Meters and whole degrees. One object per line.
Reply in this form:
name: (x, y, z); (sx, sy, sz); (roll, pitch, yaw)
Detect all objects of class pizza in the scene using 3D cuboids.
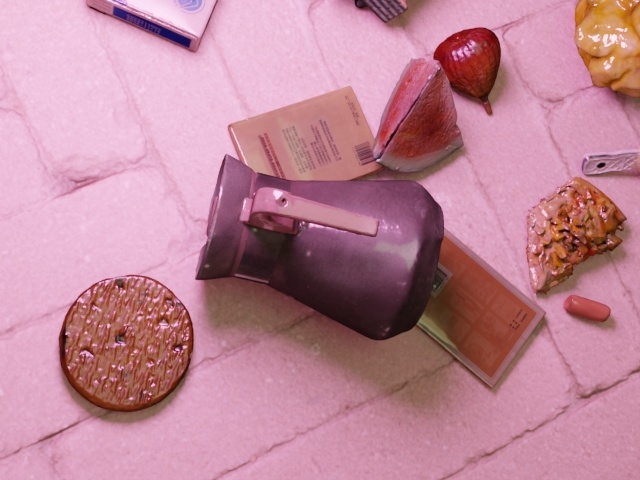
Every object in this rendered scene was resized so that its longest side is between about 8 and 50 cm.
pizza: (0.433, -0.017, 1.775); (0.226, 0.069, 0.147); (-32, 89, -19)

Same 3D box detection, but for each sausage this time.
sausage: (0.465, 0.118, 1.770); (0.083, 0.034, 0.034); (17, 74, -11)

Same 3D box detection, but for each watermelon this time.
watermelon: (0.143, -0.219, 1.700); (0.136, 0.202, 0.207); (26, 50, 33)

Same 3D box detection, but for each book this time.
book: (0.245, 0.109, 1.723); (0.241, 0.018, 0.170); (41, 72, -3)
book: (-0.022, -0.154, 1.706); (0.230, 0.026, 0.161); (-20, 83, -18)

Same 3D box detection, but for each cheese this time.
cheese: (0.586, -0.146, 1.836); (0.234, 0.127, 0.050); (-6, 50, -2)

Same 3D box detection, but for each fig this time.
fig: (0.255, -0.295, 1.776); (0.119, 0.119, 0.153); (-3, 103, -15)

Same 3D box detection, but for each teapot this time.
teapot: (0.000, 0.000, 1.539); (0.343, 0.300, 0.253); (12, 75, -9)

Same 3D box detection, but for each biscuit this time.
biscuit: (-0.295, 0.157, 1.560); (0.212, 0.036, 0.212); (3, 78, -13)

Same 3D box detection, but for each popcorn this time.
popcorn: (0.582, -0.389, 1.824); (0.286, 0.252, 0.215); (-47, 133, -15)

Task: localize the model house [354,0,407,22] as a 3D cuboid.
model house: (0.081, -0.476, 1.748); (0.183, 0.166, 0.172); (38, 86, -20)

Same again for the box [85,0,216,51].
box: (-0.237, -0.509, 1.707); (0.200, 0.065, 0.344); (22, 73, -10)
